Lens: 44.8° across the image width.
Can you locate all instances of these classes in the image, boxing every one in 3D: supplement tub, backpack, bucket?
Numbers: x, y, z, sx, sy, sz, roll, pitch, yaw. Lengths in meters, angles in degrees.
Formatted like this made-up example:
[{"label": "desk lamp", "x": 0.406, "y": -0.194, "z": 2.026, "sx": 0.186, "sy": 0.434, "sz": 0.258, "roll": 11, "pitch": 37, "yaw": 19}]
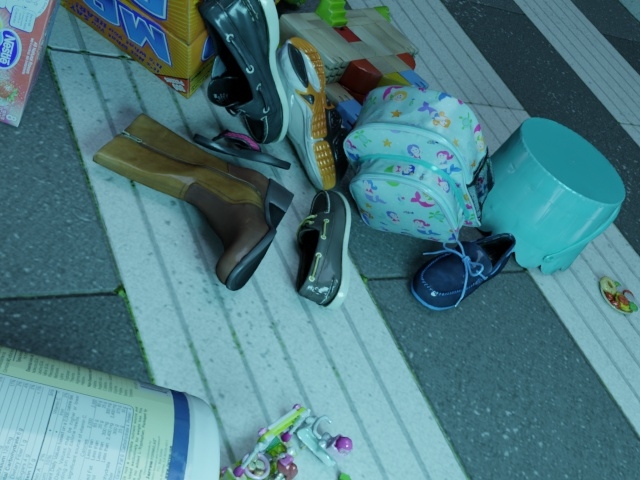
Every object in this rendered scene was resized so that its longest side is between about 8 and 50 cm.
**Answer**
[{"label": "supplement tub", "x": -0.272, "y": 0.211, "z": 0.654, "sx": 0.325, "sy": 0.235, "sz": 0.235, "roll": 18, "pitch": 41, "yaw": -19}, {"label": "backpack", "x": 0.154, "y": -0.125, "z": 1.266, "sx": 0.225, "sy": 0.253, "sz": 0.191, "roll": 12, "pitch": 57, "yaw": 27}, {"label": "bucket", "x": 0.440, "y": -0.094, "z": 1.518, "sx": 0.281, "sy": 0.183, "sz": 0.281, "roll": 20, "pitch": 41, "yaw": -18}]

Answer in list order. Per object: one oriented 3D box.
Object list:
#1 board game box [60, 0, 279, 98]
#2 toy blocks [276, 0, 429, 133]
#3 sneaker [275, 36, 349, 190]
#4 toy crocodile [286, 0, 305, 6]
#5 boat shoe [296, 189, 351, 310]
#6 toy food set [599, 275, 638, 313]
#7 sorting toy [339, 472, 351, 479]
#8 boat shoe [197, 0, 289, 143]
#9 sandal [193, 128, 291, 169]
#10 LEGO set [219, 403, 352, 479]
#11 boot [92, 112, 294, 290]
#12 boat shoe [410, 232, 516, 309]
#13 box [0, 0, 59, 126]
[{"label": "board game box", "x": -0.240, "y": -0.530, "z": 1.249, "sx": 0.356, "sy": 0.356, "sz": 0.356, "roll": 37, "pitch": 70, "yaw": 3}, {"label": "toy blocks", "x": 0.083, "y": -0.323, "z": 1.491, "sx": 0.261, "sy": 0.190, "sz": 0.381, "roll": 47, "pitch": 40, "yaw": 18}, {"label": "sneaker", "x": -0.035, "y": -0.211, "z": 1.355, "sx": 0.099, "sy": 0.121, "sz": 0.262, "roll": -17, "pitch": 93, "yaw": -46}, {"label": "toy crocodile", "x": -0.101, "y": -0.590, "z": 1.614, "sx": 0.115, "sy": 0.105, "sz": 0.340, "roll": 34, "pitch": 1, "yaw": 22}, {"label": "boat shoe", "x": 0.000, "y": 0.000, "z": 1.190, "sx": 0.069, "sy": 0.081, "sz": 0.227, "roll": 21, "pitch": 43, "yaw": -23}, {"label": "toy food set", "x": 0.593, "y": 0.111, "z": 1.544, "sx": 0.083, "sy": 0.020, "sz": 0.083, "roll": 19, "pitch": 41, "yaw": -19}, {"label": "sorting toy", "x": 0.039, "y": 0.322, "z": 0.938, "sx": 0.062, "sy": 0.012, "sz": 0.083, "roll": -16, "pitch": 60, "yaw": -44}, {"label": "boat shoe", "x": -0.127, "y": -0.256, "z": 1.218, "sx": 0.113, "sy": 0.340, "sz": 0.127, "roll": -34, "pitch": 68, "yaw": -18}, {"label": "sandal", "x": -0.127, "y": -0.155, "z": 1.274, "sx": 0.179, "sy": 0.040, "sz": 0.067, "roll": 12, "pitch": 6, "yaw": -33}, {"label": "LEGO set", "x": -0.054, "y": 0.280, "z": 0.840, "sx": 0.132, "sy": 0.107, "sz": 0.287, "roll": 33, "pitch": 38, "yaw": -2}, {"label": "boot", "x": -0.191, "y": -0.069, "z": 1.116, "sx": 0.280, "sy": 0.096, "sz": 0.264, "roll": 29, "pitch": 39, "yaw": -6}, {"label": "boat shoe", "x": 0.244, "y": 0.034, "z": 1.322, "sx": 0.109, "sy": 0.089, "sz": 0.258, "roll": 45, "pitch": 40, "yaw": 13}, {"label": "box", "x": -0.434, "y": -0.324, "z": 1.044, "sx": 0.154, "sy": 0.300, "sz": 0.142, "roll": 18, "pitch": 41, "yaw": -18}]
